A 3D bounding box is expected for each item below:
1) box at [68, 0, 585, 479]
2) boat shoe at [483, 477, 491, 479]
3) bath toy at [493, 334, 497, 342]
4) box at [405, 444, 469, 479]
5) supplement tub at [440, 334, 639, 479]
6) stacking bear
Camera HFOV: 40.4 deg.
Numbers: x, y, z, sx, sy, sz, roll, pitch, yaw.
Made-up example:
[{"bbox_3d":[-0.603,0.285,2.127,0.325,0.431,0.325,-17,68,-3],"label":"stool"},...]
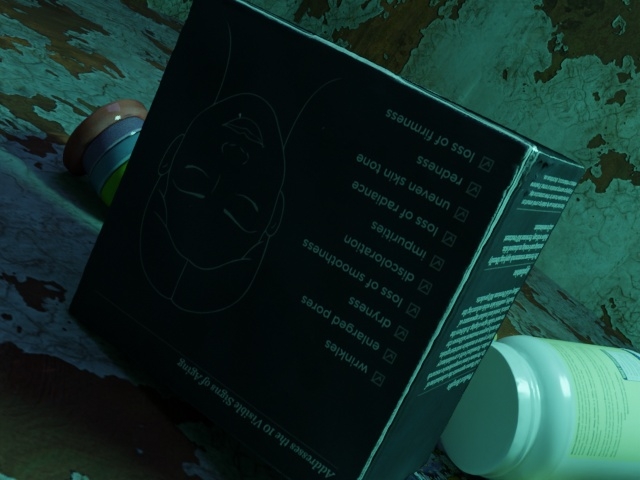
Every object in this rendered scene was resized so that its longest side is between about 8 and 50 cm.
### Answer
[{"bbox_3d":[0.000,0.000,1.135,0.479,0.472,0.297,32,13,24],"label":"box"},{"bbox_3d":[0.303,0.323,1.570,0.118,0.103,0.320,33,19,-4],"label":"boat shoe"},{"bbox_3d":[0.475,0.324,1.879,0.348,0.151,0.129,34,-19,-4],"label":"bath toy"},{"bbox_3d":[0.167,0.359,1.348,0.094,0.027,0.137,46,20,30],"label":"box"},{"bbox_3d":[0.373,0.276,1.384,0.324,0.236,0.235,10,26,-27],"label":"supplement tub"},{"bbox_3d":[-0.289,-0.086,1.492,0.289,0.175,0.164,49,-10,7],"label":"stacking bear"}]
